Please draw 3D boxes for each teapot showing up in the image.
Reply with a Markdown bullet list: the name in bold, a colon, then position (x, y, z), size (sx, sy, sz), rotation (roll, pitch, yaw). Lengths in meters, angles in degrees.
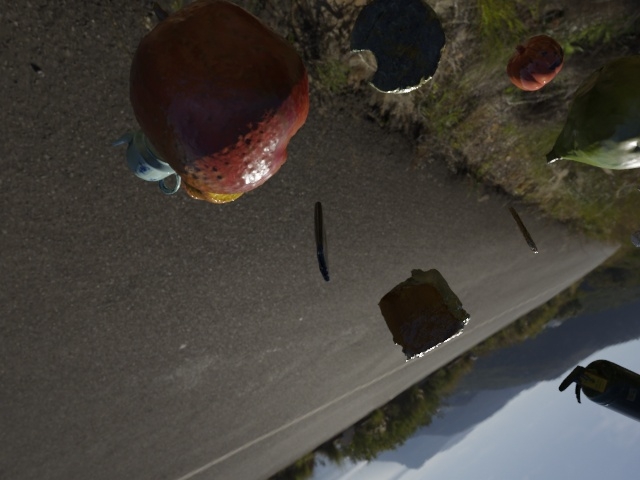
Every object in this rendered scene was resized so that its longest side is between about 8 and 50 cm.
- **teapot**: position (-0.509, -0.239, 1.419), size (0.159, 0.232, 0.159), rotation (-37, -161, 16)

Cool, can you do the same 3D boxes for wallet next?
- **wallet**: position (0.000, 0.000, 1.797), size (0.044, 0.321, 0.171), rotation (-7, 124, 3)

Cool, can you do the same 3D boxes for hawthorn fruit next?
- **hawthorn fruit**: position (-0.158, -0.230, 0.731), size (0.275, 0.300, 0.275), rotation (-35, -165, 11)

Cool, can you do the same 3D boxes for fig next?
- **fig**: position (0.607, -0.265, 1.013), size (0.233, 0.314, 0.233), rotation (-6, 101, -33)

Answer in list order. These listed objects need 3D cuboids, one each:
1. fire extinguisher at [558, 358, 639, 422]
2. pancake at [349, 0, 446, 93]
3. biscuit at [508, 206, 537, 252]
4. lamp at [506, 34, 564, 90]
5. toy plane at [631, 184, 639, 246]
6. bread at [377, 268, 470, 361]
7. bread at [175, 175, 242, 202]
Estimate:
- **fire extinguisher**: position (0.654, 0.332, 1.005), size (0.115, 0.311, 0.095), rotation (-65, -174, -6)
- **pancake**: position (0.200, -0.500, 1.204), size (0.253, 0.254, 0.037), rotation (-35, -161, 0)
- **biscuit**: position (0.535, -0.029, 1.255), size (0.018, 0.147, 0.071), rotation (-30, 141, 20)
- **lamp**: position (0.753, -0.633, 1.681), size (0.188, 0.164, 0.188), rotation (-50, -166, 17)
- **toy plane**: position (0.581, -0.065, 0.691), size (0.252, 0.118, 0.252), rotation (-34, -161, 13)
- **bread**: position (0.356, 0.243, 1.652), size (0.250, 0.279, 0.225), rotation (-38, 155, 20)
- **bread**: position (-0.354, -0.268, 1.639), size (0.312, 0.172, 0.312), rotation (-38, 145, -34)
